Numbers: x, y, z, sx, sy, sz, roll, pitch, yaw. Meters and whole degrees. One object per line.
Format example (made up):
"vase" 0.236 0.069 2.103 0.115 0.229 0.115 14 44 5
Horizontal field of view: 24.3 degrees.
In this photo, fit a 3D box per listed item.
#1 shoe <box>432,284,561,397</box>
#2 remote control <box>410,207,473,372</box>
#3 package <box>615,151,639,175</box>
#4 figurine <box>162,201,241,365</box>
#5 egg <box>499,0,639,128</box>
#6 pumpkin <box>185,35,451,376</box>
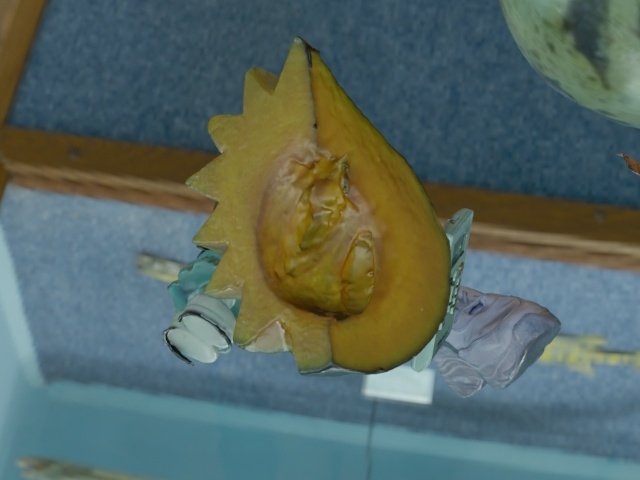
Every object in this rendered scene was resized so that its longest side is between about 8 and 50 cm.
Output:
"shoe" 0.153 0.086 1.545 0.137 0.095 0.245 41 162 -3
"remote control" 0.113 0.048 1.410 0.029 0.061 0.162 17 123 16
"package" 0.389 -0.074 1.688 0.111 0.077 0.033 12 123 -8
"figurine" -0.081 0.016 1.481 0.110 0.245 0.138 37 139 -8
"egg" 0.342 -0.299 1.399 0.345 0.345 0.428 10 142 0
"pumpkin" 0.000 0.000 1.097 0.130 0.254 0.149 -27 150 38
